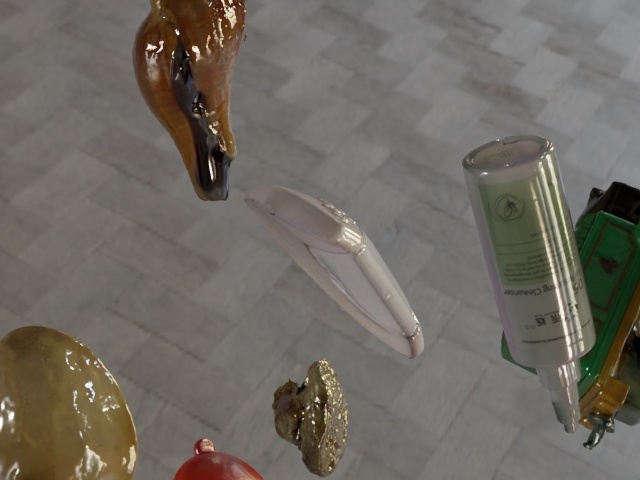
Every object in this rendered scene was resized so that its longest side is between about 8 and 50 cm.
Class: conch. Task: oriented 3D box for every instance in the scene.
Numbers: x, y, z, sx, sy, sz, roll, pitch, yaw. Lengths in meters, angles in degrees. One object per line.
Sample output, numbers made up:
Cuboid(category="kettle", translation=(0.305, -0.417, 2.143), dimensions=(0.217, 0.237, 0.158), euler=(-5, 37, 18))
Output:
Cuboid(category="conch", translation=(-0.097, -0.142, 0.848), dimensions=(0.086, 0.232, 0.080), euler=(0, 8, -17))

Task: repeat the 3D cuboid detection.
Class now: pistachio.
Cuboid(category="pistachio", translation=(-0.345, 0.241, 1.466), dimensions=(0.213, 0.260, 0.163), euler=(1, 4, -10))

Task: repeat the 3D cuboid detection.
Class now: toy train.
Cuboid(category="toy train", translation=(0.216, 0.040, 0.818), dimensions=(0.136, 0.091, 0.227), euler=(23, 71, 10))

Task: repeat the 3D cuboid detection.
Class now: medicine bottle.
Cuboid(category="medicine bottle", translation=(0.136, 0.035, 0.695), dimensions=(0.058, 0.199, 0.057), euler=(-14, 21, 6))

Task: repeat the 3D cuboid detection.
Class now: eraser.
Cuboid(category="eraser", translation=(0.001, -0.001, 1.163), dimensions=(0.059, 0.204, 0.243), euler=(-42, 43, -7))

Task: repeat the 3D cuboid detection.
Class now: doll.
Cuboid(category="doll", translation=(-0.096, 0.310, 1.206), dimensions=(0.183, 0.085, 0.217), euler=(2, 42, -52))

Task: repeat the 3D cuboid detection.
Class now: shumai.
Cuboid(category="shumai", translation=(-0.013, 0.232, 1.427), dimensions=(0.105, 0.123, 0.139), euler=(-24, 86, 13))
